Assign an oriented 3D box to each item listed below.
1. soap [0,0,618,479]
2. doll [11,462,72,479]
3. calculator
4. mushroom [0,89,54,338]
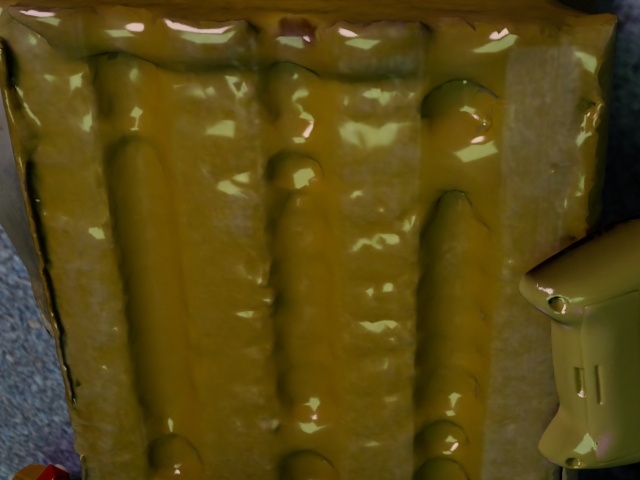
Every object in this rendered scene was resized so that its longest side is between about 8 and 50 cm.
[{"bbox_3d":[0.000,0.000,0.698,0.293,0.156,0.335,0,122,7],"label":"soap"},{"bbox_3d":[-0.172,0.248,0.990,0.186,0.106,0.134,43,139,-6],"label":"doll"},{"bbox_3d":[0.215,0.033,0.639,0.236,0.033,0.157,-20,124,-9],"label":"calculator"},{"bbox_3d":[-0.163,-0.022,0.819,0.116,0.093,0.225,5,120,-4],"label":"mushroom"}]
